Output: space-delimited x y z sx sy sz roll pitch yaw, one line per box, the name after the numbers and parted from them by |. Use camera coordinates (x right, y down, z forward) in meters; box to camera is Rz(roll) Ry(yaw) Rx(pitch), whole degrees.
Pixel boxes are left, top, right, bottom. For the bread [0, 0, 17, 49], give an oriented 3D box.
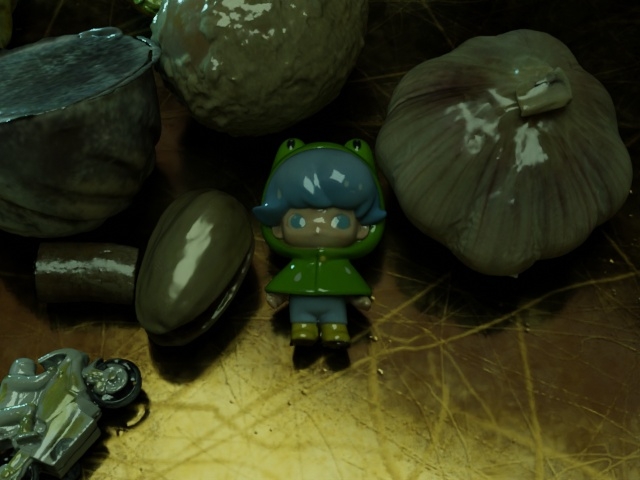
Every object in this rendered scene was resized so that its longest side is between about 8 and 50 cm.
-0.497 -0.319 1.748 0.152 0.130 0.267 2 61 -3 | bread

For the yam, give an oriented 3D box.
-0.287 0.041 1.567 0.127 0.084 0.084 4 60 -1 | yam

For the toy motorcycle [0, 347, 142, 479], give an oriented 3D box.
-0.323 0.200 1.478 0.151 0.074 0.229 37 69 23 | toy motorcycle

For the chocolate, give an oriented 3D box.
-0.324 -0.115 1.578 0.303 0.213 0.303 -9 27 4 | chocolate

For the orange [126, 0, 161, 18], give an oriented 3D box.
-0.183 -0.420 1.767 0.179 0.158 0.237 37 102 8 | orange

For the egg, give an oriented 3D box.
-0.072 -0.269 1.626 0.279 0.279 0.310 35 55 19 | egg

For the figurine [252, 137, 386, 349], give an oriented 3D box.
0.000 0.000 1.555 0.162 0.143 0.263 0 77 9 | figurine

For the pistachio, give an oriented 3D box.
-0.156 0.029 1.541 0.131 0.129 0.206 19 69 23 | pistachio

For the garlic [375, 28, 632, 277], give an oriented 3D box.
0.222 -0.112 1.568 0.322 0.241 0.322 -12 58 20 | garlic
